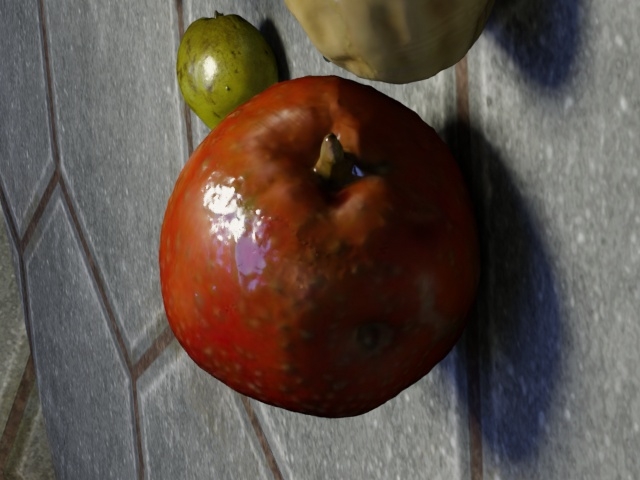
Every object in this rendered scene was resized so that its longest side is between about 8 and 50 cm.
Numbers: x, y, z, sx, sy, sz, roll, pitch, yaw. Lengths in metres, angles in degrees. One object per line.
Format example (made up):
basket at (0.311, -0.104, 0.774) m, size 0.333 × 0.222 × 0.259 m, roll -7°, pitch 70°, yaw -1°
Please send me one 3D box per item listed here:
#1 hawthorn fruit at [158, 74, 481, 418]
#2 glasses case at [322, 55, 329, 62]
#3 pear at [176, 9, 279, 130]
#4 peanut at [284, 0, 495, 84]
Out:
hawthorn fruit at (0.000, 0.000, 1.410) m, size 0.300 × 0.275 × 0.275 m, roll 98°, pitch 155°, yaw -57°
glasses case at (-0.024, -0.299, 1.670) m, size 0.105 × 0.056 × 0.266 m, roll 68°, pitch 179°, yaw -55°
pear at (-0.095, -0.174, 1.817) m, size 0.107 × 0.107 × 0.131 m, roll 5°, pitch 112°, yaw 69°
peanut at (0.032, -0.283, 1.345) m, size 0.192 × 0.169 × 0.387 m, roll 48°, pitch -157°, yaw -56°
